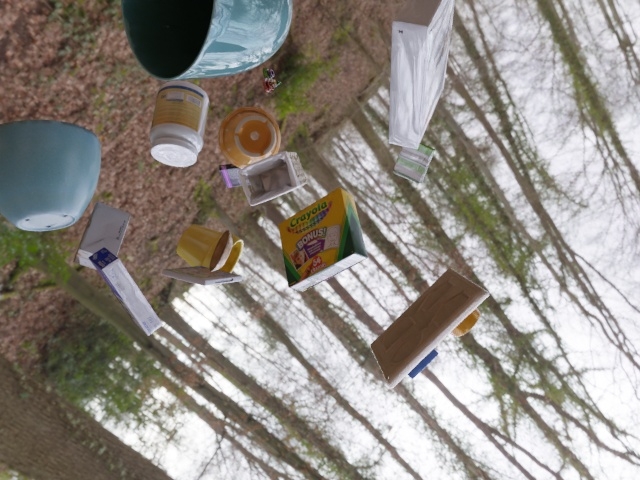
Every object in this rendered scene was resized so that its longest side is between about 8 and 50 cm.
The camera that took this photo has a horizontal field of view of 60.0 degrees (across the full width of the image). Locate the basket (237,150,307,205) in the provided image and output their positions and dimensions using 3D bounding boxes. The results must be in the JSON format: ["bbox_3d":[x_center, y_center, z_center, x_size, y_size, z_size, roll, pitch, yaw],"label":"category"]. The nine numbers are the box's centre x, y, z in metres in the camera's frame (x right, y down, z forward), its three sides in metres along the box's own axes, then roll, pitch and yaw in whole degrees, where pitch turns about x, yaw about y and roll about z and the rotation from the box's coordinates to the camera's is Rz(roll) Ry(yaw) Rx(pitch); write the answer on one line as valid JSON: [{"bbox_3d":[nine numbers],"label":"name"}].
[{"bbox_3d":[-0.134,-0.182,1.610,0.167,0.113,0.103,-19,-176,24],"label":"basket"}]

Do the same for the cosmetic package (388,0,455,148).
[{"bbox_3d":[0.267,-0.478,1.465,0.097,0.377,0.284,18,-123,18],"label":"cosmetic package"}]

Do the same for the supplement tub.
[{"bbox_3d":[-0.389,-0.320,1.528,0.144,0.144,0.200,-15,-119,39],"label":"supplement tub"}]

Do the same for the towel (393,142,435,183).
[{"bbox_3d":[0.324,-0.276,1.937,0.023,0.113,0.152,-57,168,-45],"label":"towel"}]

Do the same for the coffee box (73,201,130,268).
[{"bbox_3d":[-0.623,-0.002,1.574,0.246,0.098,0.141,-23,-130,60],"label":"coffee box"}]

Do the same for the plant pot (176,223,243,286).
[{"bbox_3d":[-0.523,0.051,2.575,0.254,0.239,0.254,-60,172,-15],"label":"plant pot"}]

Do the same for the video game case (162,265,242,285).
[{"bbox_3d":[-0.424,0.125,1.999,0.212,0.193,0.023,10,-83,32],"label":"video game case"}]

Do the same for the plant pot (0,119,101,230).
[{"bbox_3d":[-0.667,-0.135,1.330,0.290,0.290,0.196,-22,-104,32],"label":"plant pot"}]

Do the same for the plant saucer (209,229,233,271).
[{"bbox_3d":[-0.182,0.021,1.031,0.083,0.015,0.083,-49,-153,36],"label":"plant saucer"}]

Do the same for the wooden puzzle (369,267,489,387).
[{"bbox_3d":[0.281,0.228,1.443,0.322,0.080,0.348,-44,-176,3],"label":"wooden puzzle"}]

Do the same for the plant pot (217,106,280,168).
[{"bbox_3d":[-0.218,-0.327,1.770,0.205,0.205,0.188,-44,-164,-4],"label":"plant pot"}]

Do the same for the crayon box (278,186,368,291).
[{"bbox_3d":[0.000,0.000,2.343,0.363,0.106,0.313,-29,-121,30],"label":"crayon box"}]

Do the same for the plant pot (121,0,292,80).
[{"bbox_3d":[-0.196,-0.447,1.050,0.293,0.293,0.235,-12,-179,42],"label":"plant pot"}]

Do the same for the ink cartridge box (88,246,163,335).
[{"bbox_3d":[-0.449,0.119,1.281,0.046,0.207,0.097,-38,-145,-24],"label":"ink cartridge box"}]

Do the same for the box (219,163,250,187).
[{"bbox_3d":[-0.297,-0.255,2.134,0.162,0.116,0.029,-6,-121,2],"label":"box"}]

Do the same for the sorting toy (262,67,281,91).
[{"bbox_3d":[-0.161,-0.534,1.840,0.042,0.061,0.102,-15,-123,21],"label":"sorting toy"}]
